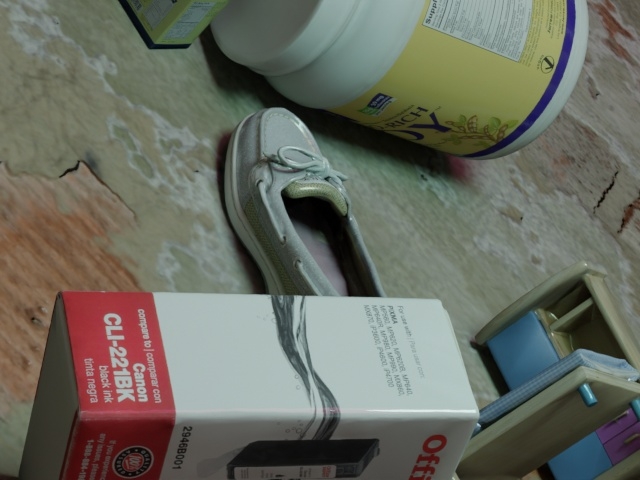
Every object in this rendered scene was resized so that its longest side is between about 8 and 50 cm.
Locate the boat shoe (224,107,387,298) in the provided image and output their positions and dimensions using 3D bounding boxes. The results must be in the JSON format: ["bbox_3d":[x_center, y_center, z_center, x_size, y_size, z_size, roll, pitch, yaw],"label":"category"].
[{"bbox_3d":[-0.002,0.000,1.647,0.118,0.103,0.320,20,41,-35],"label":"boat shoe"}]

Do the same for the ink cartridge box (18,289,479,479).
[{"bbox_3d":[-0.053,0.140,1.266,0.273,0.197,0.114,1,44,-19],"label":"ink cartridge box"}]

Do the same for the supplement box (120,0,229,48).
[{"bbox_3d":[-0.140,-0.240,1.769,0.056,0.083,0.083,-9,62,-52],"label":"supplement box"}]

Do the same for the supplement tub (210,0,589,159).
[{"bbox_3d":[0.079,-0.228,1.858,0.331,0.241,0.241,15,44,-38],"label":"supplement tub"}]

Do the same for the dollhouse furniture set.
[{"bbox_3d":[0.210,0.090,1.620,0.303,0.286,0.198,16,42,-55],"label":"dollhouse furniture set"}]
